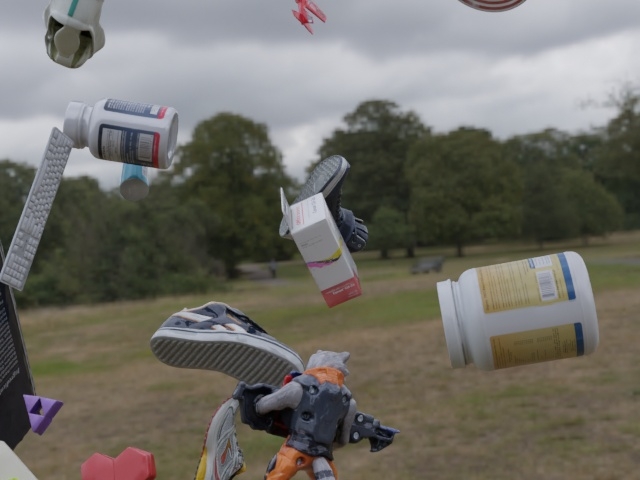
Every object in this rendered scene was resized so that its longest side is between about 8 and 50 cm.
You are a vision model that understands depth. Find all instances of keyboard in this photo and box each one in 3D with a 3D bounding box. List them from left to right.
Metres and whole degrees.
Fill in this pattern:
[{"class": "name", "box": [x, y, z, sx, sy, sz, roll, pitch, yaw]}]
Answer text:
[{"class": "keyboard", "box": [-0.444, -0.049, 1.698, 0.014, 0.256, 0.072, 14, -12, 10]}]

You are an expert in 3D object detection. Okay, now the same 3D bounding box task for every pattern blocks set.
[{"class": "pattern blocks set", "box": [-0.336, 0.318, 1.122, 0.285, 0.325, 0.026, 23, -5, 24]}]

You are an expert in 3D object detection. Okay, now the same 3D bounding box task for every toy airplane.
[{"class": "toy airplane", "box": [-0.034, -0.456, 2.102, 0.028, 0.151, 0.151, -32, -11, 19]}]

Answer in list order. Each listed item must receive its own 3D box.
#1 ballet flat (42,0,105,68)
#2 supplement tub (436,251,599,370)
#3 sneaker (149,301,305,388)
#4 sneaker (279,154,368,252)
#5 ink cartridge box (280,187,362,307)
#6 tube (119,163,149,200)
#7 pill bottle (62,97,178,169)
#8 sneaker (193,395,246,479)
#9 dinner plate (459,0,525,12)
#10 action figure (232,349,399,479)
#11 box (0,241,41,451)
[{"class": "ballet flat", "box": [-0.520, -0.431, 2.250, 0.139, 0.139, 0.400, -4, -7, -15]}, {"class": "supplement tub", "box": [0.268, 0.100, 1.482, 0.199, 0.144, 0.144, -10, -1, 7]}, {"class": "sneaker", "box": [-0.168, 0.195, 2.126, 0.321, 0.126, 0.127, 11, 40, 19]}, {"class": "sneaker", "box": [0.041, -0.064, 2.128, 0.163, 0.086, 0.226, 21, -47, -20]}, {"class": "ink cartridge box", "box": [0.000, 0.000, 1.844, 0.067, 0.198, 0.115, -24, 25, 6]}, {"class": "tube", "box": [-0.339, -0.157, 1.988, 0.052, 0.080, 0.207, 6, 39, -12]}, {"class": "pill bottle", "box": [-0.341, -0.187, 1.853, 0.180, 0.108, 0.108, 9, 0, 1]}, {"class": "sneaker", "box": [-0.183, 0.413, 2.108, 0.092, 0.225, 0.088, 11, -13, 3]}, {"class": "dinner plate", "box": [0.210, -0.353, 1.370, 0.141, 0.141, 0.017, -5, 40, 37]}, {"class": "action figure", "box": [0.025, 0.349, 1.864, 0.341, 0.330, 0.178, 12, -19, -29]}, {"class": "box", "box": [-0.808, 0.178, 1.937, 0.479, 0.472, 0.297, 13, 40, 18]}]
